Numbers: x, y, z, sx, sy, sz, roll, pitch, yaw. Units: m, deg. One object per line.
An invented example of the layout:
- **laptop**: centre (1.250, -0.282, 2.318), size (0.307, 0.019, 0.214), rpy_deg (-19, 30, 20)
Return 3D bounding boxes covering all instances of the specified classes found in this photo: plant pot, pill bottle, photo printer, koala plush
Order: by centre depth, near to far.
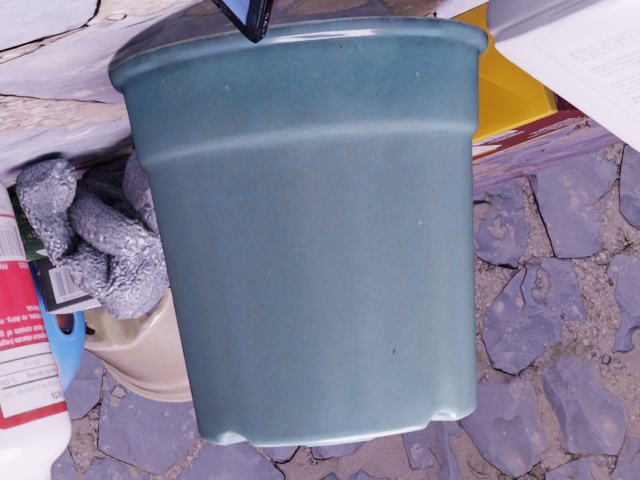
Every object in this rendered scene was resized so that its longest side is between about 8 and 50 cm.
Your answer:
- **photo printer**: centre (0.340, -0.172, 1.055), size (0.307, 0.107, 0.256), rpy_deg (28, 153, -29)
- **plant pot**: centre (0.000, 0.000, 1.078), size (0.341, 0.334, 0.341), rpy_deg (-7, 178, 0)
- **pill bottle**: centre (-0.409, 0.147, 1.318), size (0.229, 0.408, 0.229), rpy_deg (-16, 176, -1)
- **koala plush**: centre (-0.189, -0.040, 1.376), size (0.221, 0.203, 0.196), rpy_deg (-31, 171, 22)
- **plant pot**: centre (-0.285, 0.085, 1.934), size (0.334, 0.334, 0.305), rpy_deg (-17, 165, 12)

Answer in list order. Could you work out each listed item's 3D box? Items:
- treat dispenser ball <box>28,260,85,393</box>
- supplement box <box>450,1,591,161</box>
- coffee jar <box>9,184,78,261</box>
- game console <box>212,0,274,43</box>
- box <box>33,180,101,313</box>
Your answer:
- **treat dispenser ball**: centre (-0.472, 0.127, 1.662), size (0.288, 0.288, 0.288), rpy_deg (-16, 176, -1)
- **supplement box**: centre (0.190, -0.172, 1.322), size (0.191, 0.129, 0.194), rpy_deg (-19, 175, 34)
- **coffee jar**: centre (-0.381, -0.012, 1.489), size (0.184, 0.096, 0.079), rpy_deg (-17, 173, 27)
- **game console**: centre (-0.098, -0.158, 0.712), size (0.085, 0.124, 0.144), rpy_deg (-42, 180, -8)
- **box**: centre (-0.243, -0.009, 1.590), size (0.247, 0.163, 0.142), rpy_deg (-17, 175, 17)
